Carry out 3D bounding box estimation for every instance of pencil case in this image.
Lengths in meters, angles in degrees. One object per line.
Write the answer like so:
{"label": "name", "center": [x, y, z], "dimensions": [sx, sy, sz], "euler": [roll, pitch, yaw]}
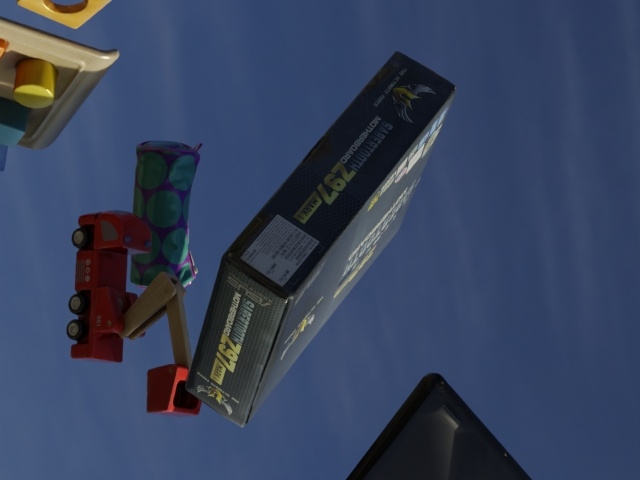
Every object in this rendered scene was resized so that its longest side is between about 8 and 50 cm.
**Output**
{"label": "pencil case", "center": [-0.159, -0.026, 1.761], "dimensions": [0.064, 0.070, 0.151], "euler": [-142, -126, -76]}

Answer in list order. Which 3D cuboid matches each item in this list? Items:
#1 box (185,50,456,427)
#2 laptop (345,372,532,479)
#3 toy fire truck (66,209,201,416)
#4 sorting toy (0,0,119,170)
{"label": "box", "center": [0.000, 0.000, 1.222], "dimensions": [0.059, 0.232, 0.183], "euler": [34, -35, 9]}
{"label": "laptop", "center": [0.021, 0.365, 1.687], "dimensions": [0.236, 0.408, 0.382], "euler": [20, -23, 51]}
{"label": "toy fire truck", "center": [-0.166, 0.064, 1.558], "dimensions": [0.135, 0.047, 0.192], "euler": [-5, -102, 35]}
{"label": "sorting toy", "center": [-0.304, -0.140, 1.556], "dimensions": [0.348, 0.196, 0.047], "euler": [-42, -138, 50]}
